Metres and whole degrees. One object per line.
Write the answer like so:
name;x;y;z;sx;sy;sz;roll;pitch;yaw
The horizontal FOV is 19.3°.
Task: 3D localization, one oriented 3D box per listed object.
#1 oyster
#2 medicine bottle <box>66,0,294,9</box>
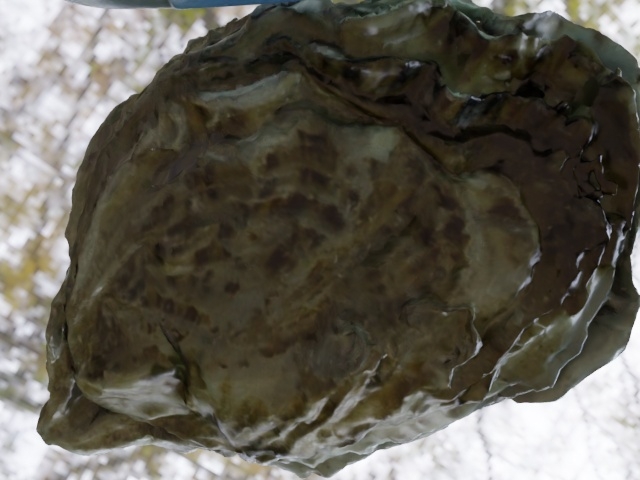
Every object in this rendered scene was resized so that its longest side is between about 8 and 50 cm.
oyster;0.000;0.000;0.489;0.177;0.064;0.125;-6;-92;20
medicine bottle;0.034;-0.092;0.407;0.208;0.090;0.054;-3;-121;5
